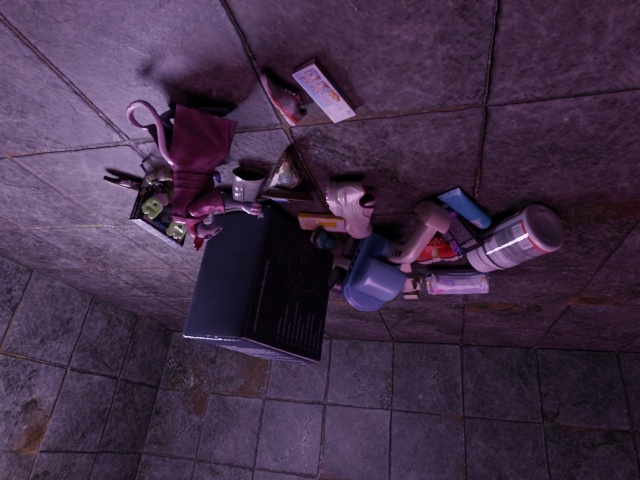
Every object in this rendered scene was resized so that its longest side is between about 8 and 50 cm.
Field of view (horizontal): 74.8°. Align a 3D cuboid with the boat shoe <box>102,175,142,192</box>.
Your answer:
[{"bbox_3d":[-0.679,-0.200,1.446,0.133,0.042,0.049,16,178,-18],"label":"boat shoe"}]

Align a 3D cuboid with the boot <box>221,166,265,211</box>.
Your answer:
[{"bbox_3d":[-0.282,-0.166,1.380,0.190,0.076,0.208,-4,164,-11],"label":"boot"}]

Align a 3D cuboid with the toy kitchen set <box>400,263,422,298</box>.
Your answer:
[{"bbox_3d":[0.378,0.150,1.904,0.122,0.166,0.207,-6,115,24],"label":"toy kitchen set"}]

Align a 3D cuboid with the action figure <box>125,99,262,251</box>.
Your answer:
[{"bbox_3d":[-0.321,-0.156,1.058,0.276,0.370,0.248,3,178,-44],"label":"action figure"}]

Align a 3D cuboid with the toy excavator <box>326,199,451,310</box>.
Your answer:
[{"bbox_3d":[0.254,0.069,1.511,0.222,0.432,0.445,25,177,-18],"label":"toy excavator"}]

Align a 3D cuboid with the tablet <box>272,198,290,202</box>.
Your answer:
[{"bbox_3d":[-0.135,-0.138,1.444,0.054,0.006,0.083,5,179,5],"label":"tablet"}]

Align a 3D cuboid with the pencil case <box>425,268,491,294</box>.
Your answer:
[{"bbox_3d":[0.600,0.175,1.839,0.273,0.113,0.124,-2,134,19],"label":"pencil case"}]

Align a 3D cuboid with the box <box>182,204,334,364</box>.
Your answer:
[{"bbox_3d":[-0.206,0.191,1.619,0.298,0.479,0.472,-5,154,30],"label":"box"}]

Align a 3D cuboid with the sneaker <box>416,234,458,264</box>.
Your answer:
[{"bbox_3d":[0.435,0.018,1.564,0.118,0.107,0.279,30,145,-26],"label":"sneaker"}]

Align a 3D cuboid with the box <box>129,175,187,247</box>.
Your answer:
[{"bbox_3d":[-0.549,-0.098,1.471,0.051,0.175,0.220,-4,153,23],"label":"box"}]

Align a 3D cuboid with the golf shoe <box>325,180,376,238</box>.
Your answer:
[{"bbox_3d":[0.132,-0.096,1.387,0.140,0.115,0.306,-9,152,24],"label":"golf shoe"}]

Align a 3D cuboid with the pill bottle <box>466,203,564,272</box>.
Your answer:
[{"bbox_3d":[0.641,0.004,1.409,0.161,0.161,0.283,16,154,-19],"label":"pill bottle"}]

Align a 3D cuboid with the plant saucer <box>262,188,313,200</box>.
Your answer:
[{"bbox_3d":[-0.103,-0.148,1.353,0.169,0.029,0.168,6,-173,-1],"label":"plant saucer"}]

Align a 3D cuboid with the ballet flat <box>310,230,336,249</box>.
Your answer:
[{"bbox_3d":[0.000,0.000,1.638,0.074,0.074,0.203,-3,171,20],"label":"ballet flat"}]

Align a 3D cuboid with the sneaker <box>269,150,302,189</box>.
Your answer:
[{"bbox_3d":[-0.093,-0.205,1.266,0.086,0.064,0.192,13,160,-16],"label":"sneaker"}]

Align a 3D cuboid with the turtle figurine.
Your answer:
[{"bbox_3d":[-0.446,-0.115,1.281,0.275,0.266,0.197,-4,122,9],"label":"turtle figurine"}]

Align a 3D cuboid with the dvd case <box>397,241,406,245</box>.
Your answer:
[{"bbox_3d":[0.355,0.040,1.729,0.120,0.013,0.087,17,153,-20],"label":"dvd case"}]

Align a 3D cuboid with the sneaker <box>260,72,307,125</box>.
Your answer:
[{"bbox_3d":[-0.083,-0.345,0.995,0.065,0.061,0.158,-31,144,12],"label":"sneaker"}]

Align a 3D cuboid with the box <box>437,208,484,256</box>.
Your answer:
[{"bbox_3d":[0.466,-0.027,1.436,0.162,0.029,0.116,51,146,0],"label":"box"}]

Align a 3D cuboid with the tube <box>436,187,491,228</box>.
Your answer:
[{"bbox_3d":[0.475,-0.104,1.359,0.207,0.052,0.080,29,141,-30],"label":"tube"}]

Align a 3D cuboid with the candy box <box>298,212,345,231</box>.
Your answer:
[{"bbox_3d":[0.024,-0.067,1.567,0.206,0.027,0.105,4,159,6],"label":"candy box"}]

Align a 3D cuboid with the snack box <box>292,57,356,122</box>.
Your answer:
[{"bbox_3d":[0.012,-0.346,0.984,0.064,0.022,0.178,-10,150,34],"label":"snack box"}]
